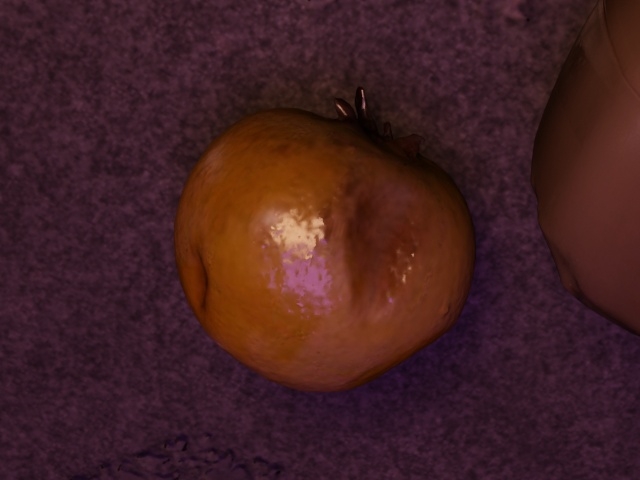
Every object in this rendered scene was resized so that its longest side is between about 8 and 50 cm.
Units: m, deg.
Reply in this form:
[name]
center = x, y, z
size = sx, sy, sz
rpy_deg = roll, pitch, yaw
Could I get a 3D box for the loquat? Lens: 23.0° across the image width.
[loquat]
center = 0.005, 0.003, 1.081
size = 0.213, 0.213, 0.213
rpy_deg = 1, 119, 2

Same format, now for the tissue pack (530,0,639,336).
[tissue pack]
center = 0.348, -0.048, 0.993
size = 0.387, 0.267, 0.276
rpy_deg = 26, 115, -9
